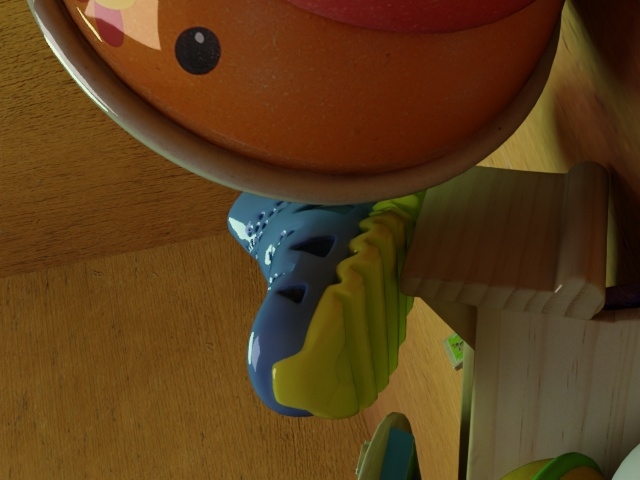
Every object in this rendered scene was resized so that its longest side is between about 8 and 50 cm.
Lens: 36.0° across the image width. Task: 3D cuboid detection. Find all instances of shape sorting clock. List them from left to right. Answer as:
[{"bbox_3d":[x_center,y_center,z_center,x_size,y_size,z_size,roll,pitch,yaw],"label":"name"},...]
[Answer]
[{"bbox_3d":[0.045,0.236,0.759,0.206,0.040,0.206,7,-90,-76],"label":"shape sorting clock"}]

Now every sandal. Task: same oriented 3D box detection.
[{"bbox_3d":[0.000,0.000,0.661,0.317,0.138,0.126,-66,-20,-58],"label":"sandal"}]

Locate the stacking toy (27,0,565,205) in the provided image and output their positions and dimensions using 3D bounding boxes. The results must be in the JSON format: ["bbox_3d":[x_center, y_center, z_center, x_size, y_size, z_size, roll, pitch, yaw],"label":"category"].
[{"bbox_3d":[0.044,-0.254,0.437,0.480,0.351,0.350,128,132,-63],"label":"stacking toy"}]

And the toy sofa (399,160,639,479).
[{"bbox_3d":[0.150,0.136,0.685,0.150,0.177,0.362,-64,-24,-55],"label":"toy sofa"}]

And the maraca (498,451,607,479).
[{"bbox_3d":[0.136,0.203,0.571,0.099,0.127,0.185,19,138,42],"label":"maraca"}]

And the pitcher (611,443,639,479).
[{"bbox_3d":[0.192,0.106,0.337,0.207,0.126,0.177,-160,79,-73],"label":"pitcher"}]

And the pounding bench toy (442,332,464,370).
[{"bbox_3d":[0.175,0.107,0.960,0.065,0.083,0.052,46,-169,-21],"label":"pounding bench toy"}]
